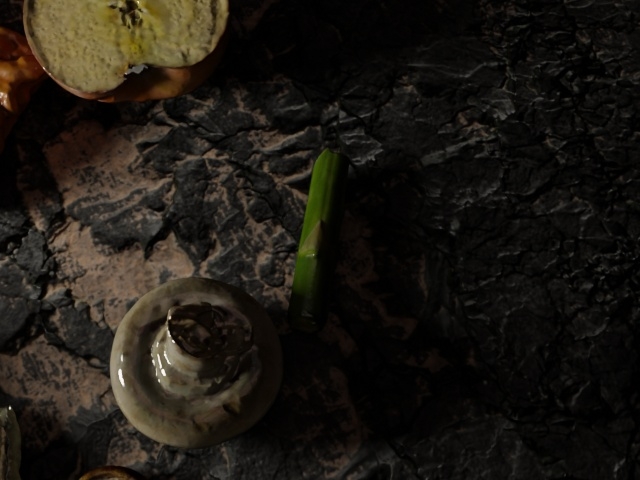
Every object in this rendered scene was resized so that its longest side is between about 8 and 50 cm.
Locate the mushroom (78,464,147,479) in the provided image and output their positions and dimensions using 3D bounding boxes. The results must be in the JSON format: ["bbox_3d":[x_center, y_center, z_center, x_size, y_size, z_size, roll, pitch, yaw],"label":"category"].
[{"bbox_3d":[-0.269,0.348,1.144,0.123,0.052,0.123,3,61,-5],"label":"mushroom"}]

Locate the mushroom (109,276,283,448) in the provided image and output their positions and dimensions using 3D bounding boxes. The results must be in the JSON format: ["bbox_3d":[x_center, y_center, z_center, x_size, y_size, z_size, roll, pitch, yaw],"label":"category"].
[{"bbox_3d":[-0.159,0.156,1.162,0.227,0.178,0.226,4,72,-11],"label":"mushroom"}]

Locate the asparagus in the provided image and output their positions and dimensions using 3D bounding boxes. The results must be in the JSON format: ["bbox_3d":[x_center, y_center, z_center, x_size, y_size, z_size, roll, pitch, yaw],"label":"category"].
[{"bbox_3d":[-0.002,0.000,1.295,0.060,0.067,0.277,-3,61,25],"label":"asparagus"}]

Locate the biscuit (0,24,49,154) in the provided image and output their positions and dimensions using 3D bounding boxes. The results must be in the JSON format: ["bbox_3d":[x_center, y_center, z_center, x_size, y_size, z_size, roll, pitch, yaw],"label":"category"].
[{"bbox_3d":[-0.589,-0.210,1.320,0.318,0.110,0.312,22,69,5],"label":"biscuit"}]

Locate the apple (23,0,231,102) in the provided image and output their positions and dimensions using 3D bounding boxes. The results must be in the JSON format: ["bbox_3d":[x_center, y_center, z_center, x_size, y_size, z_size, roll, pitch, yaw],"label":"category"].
[{"bbox_3d":[-0.277,-0.307,1.348,0.293,0.163,0.251,-8,74,-5],"label":"apple"}]

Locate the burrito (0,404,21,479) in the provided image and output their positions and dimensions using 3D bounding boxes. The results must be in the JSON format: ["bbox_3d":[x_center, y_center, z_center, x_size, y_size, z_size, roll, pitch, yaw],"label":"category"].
[{"bbox_3d":[-0.407,0.305,1.162,0.045,0.041,0.185,-21,65,34],"label":"burrito"}]
